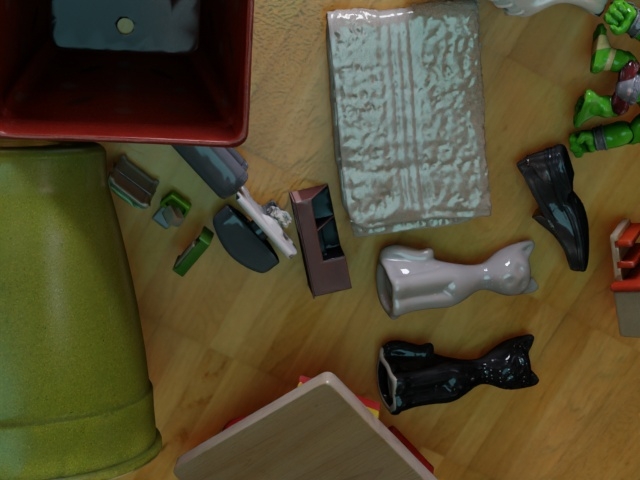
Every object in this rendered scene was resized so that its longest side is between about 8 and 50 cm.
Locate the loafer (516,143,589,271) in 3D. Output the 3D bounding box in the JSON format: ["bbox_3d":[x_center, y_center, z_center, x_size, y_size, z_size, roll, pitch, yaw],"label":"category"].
[{"bbox_3d":[0.294,-0.037,1.733,0.061,0.062,0.170,-11,109,21],"label":"loafer"}]

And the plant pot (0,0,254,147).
[{"bbox_3d":[-0.210,-0.264,1.493,0.267,0.236,0.267,2,109,-6],"label":"plant pot"}]

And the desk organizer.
[{"bbox_3d":[0.000,0.000,1.712,0.050,0.047,0.130,-13,111,-4],"label":"desk organizer"}]

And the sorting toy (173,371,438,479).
[{"bbox_3d":[-0.005,0.289,1.765,0.257,0.089,0.255,-32,114,25],"label":"sorting toy"}]

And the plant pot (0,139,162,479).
[{"bbox_3d":[-0.361,0.062,1.560,0.366,0.366,0.353,0,97,-7],"label":"plant pot"}]

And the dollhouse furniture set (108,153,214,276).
[{"bbox_3d":[-0.204,-0.029,1.662,0.151,0.076,0.058,38,114,-14],"label":"dollhouse furniture set"}]

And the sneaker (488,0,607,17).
[{"bbox_3d":[0.221,-0.303,1.603,0.258,0.094,0.091,4,105,-9],"label":"sneaker"}]

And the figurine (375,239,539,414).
[{"bbox_3d":[0.180,0.103,1.757,0.209,0.092,0.215,-6,110,-13],"label":"figurine"}]

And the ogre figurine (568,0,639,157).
[{"bbox_3d":[0.375,-0.183,1.664,0.118,0.097,0.197,11,101,-1],"label":"ogre figurine"}]

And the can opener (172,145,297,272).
[{"bbox_3d":[-0.126,-0.073,1.657,0.093,0.074,0.280,-35,109,8],"label":"can opener"}]

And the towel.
[{"bbox_3d":[0.108,-0.146,1.673,0.187,0.049,0.282,-7,109,-5],"label":"towel"}]

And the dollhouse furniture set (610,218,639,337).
[{"bbox_3d":[0.491,0.049,1.690,0.259,0.262,0.135,1,111,27],"label":"dollhouse furniture set"}]
